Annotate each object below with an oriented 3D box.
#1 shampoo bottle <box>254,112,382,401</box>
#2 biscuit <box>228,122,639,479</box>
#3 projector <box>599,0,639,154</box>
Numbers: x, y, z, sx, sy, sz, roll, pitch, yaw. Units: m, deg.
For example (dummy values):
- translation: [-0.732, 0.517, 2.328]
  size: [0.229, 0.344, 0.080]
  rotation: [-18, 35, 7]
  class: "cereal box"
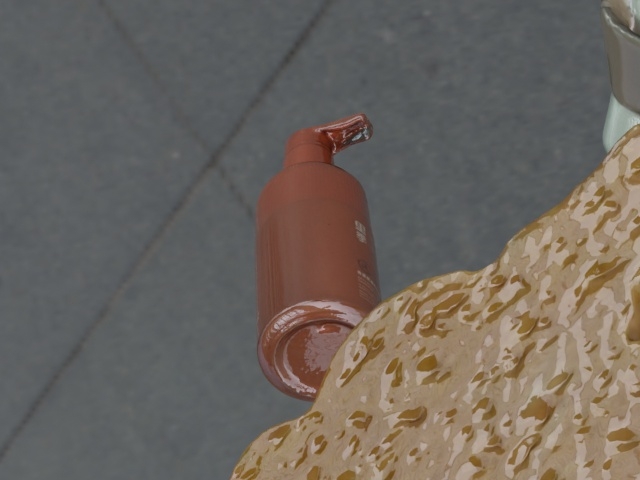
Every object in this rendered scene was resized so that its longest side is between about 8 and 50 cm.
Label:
- translation: [-0.002, 0.001, 1.281]
  size: [0.244, 0.085, 0.085]
  rotation: [-91, 25, -53]
  class: "shampoo bottle"
- translation: [0.050, 0.061, 0.586]
  size: [0.236, 0.040, 0.144]
  rotation: [-37, 31, 25]
  class: "biscuit"
- translation: [0.245, -0.103, 0.956]
  size: [0.163, 0.242, 0.177]
  rotation: [13, 96, 27]
  class: "projector"
